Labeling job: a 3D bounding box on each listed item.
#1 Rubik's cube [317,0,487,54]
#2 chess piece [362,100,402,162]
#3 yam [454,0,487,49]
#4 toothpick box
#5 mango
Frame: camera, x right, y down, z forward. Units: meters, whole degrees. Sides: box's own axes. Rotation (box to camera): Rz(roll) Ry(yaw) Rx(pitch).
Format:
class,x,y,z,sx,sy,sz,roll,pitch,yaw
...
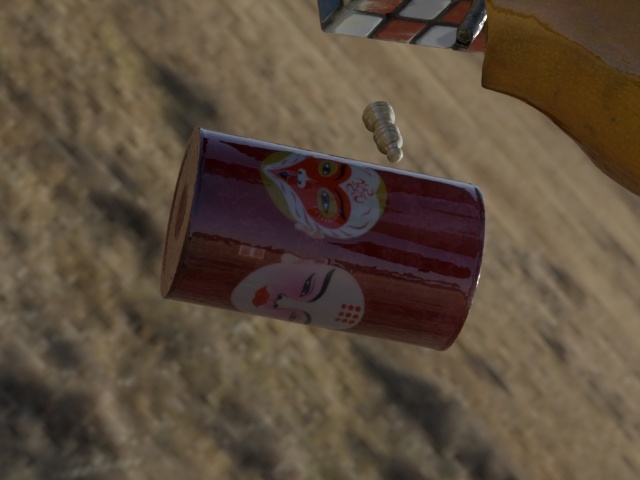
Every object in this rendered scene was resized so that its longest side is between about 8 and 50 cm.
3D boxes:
class,x,y,z,sx,sy,sz,roll,pitch,yaw
Rubik's cube,0.147,-0.398,2.232,0.253,0.256,0.259,2,66,-29
chess piece,0.071,-0.112,1.992,0.035,0.035,0.092,41,17,-33
yam,0.179,-0.259,1.962,0.033,0.129,0.027,15,-23,35
toothpick box,0.000,0.000,2.122,0.333,0.204,0.204,11,21,-10
mango,0.309,-0.145,1.778,0.359,0.187,0.144,33,35,-16
